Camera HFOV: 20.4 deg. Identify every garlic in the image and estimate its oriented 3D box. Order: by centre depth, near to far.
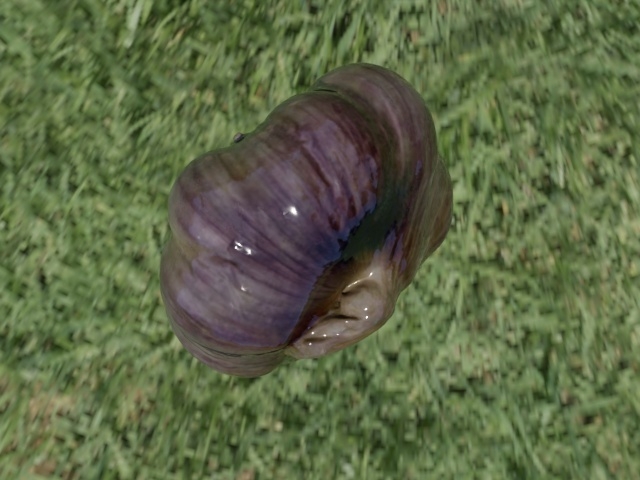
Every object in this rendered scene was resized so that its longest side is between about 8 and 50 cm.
[{"bbox_3d":[0.000,0.000,1.228,0.160,0.245,0.245,42,109,23],"label":"garlic"}]
